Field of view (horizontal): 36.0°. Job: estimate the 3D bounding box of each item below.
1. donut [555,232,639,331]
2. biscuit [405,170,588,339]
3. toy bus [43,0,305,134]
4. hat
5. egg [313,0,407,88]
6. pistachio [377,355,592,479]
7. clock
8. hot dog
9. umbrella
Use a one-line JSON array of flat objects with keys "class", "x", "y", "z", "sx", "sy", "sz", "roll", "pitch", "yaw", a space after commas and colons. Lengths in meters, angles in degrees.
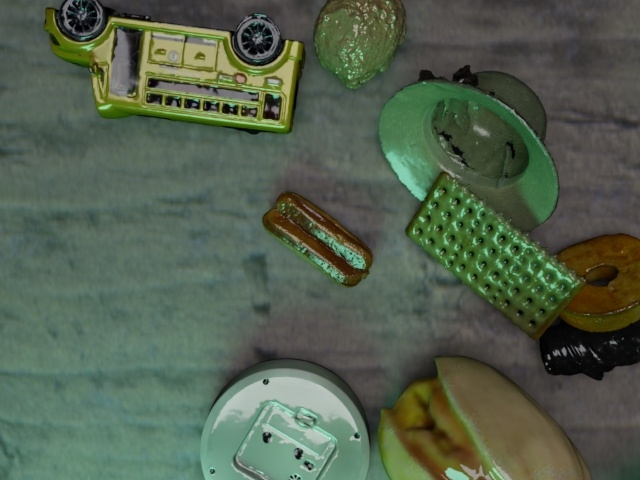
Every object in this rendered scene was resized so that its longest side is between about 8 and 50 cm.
[{"class": "donut", "x": 0.373, "y": 0.059, "z": 1.294, "sx": 0.151, "sy": 0.152, "sz": 0.058, "roll": -20, "pitch": 130, "yaw": 2}, {"class": "biscuit", "x": 0.221, "y": 0.020, "z": 1.281, "sx": 0.231, "sy": 0.016, "sz": 0.139, "roll": 41, "pitch": 138, "yaw": 13}, {"class": "toy bus", "x": -0.189, "y": -0.223, "z": 1.277, "sx": 0.331, "sy": 0.145, "sz": 0.151, "roll": 7, "pitch": 95, "yaw": 0}, {"class": "hat", "x": 0.213, "y": -0.140, "z": 1.270, "sx": 0.257, "sy": 0.257, "sz": 0.130, "roll": 39, "pitch": 60, "yaw": -1}, {"class": "egg", "x": 0.050, "y": -0.271, "z": 1.285, "sx": 0.118, "sy": 0.116, "sz": 0.140, "roll": 35, "pitch": 119, "yaw": -6}, {"class": "pistachio", "x": 0.216, "y": 0.299, "z": 1.268, "sx": 0.230, "sy": 0.230, "sz": 0.309, "roll": -46, "pitch": 75, "yaw": 3}, {"class": "clock", "x": -0.046, "y": 0.279, "z": 1.339, "sx": 0.230, "sy": 0.083, "sz": 0.230, "roll": 0, "pitch": 93, "yaw": -1}, {"class": "hot dog", "x": 0.000, "y": 0.000, "z": 1.337, "sx": 0.165, "sy": 0.045, "sz": 0.071, "roll": 36, "pitch": 92, "yaw": -1}, {"class": "umbrella", "x": 0.455, "y": 0.130, "z": 1.313, "sx": 0.326, "sy": 0.090, "sz": 0.094, "roll": -7, "pitch": 72, "yaw": 2}]
